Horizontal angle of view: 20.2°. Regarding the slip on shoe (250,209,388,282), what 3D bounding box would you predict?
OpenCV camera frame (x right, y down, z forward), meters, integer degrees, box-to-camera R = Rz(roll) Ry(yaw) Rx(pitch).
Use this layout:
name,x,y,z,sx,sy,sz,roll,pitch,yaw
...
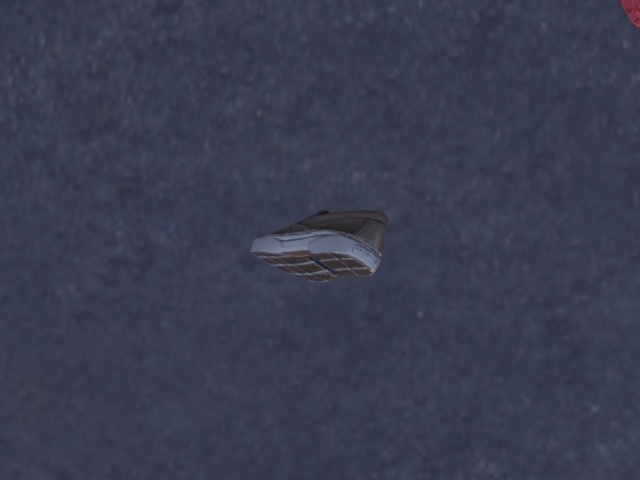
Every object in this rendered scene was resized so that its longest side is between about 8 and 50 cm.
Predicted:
name,x,y,z,sx,sy,sz,roll,pitch,yaw
slip on shoe,0.000,0.000,1.282,0.051,0.041,0.135,32,162,-26

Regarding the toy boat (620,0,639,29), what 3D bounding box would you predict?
name,x,y,z,sx,sy,sz,roll,pitch,yaw
toy boat,0.168,-0.218,0.889,0.148,0.267,0.318,-20,143,26
